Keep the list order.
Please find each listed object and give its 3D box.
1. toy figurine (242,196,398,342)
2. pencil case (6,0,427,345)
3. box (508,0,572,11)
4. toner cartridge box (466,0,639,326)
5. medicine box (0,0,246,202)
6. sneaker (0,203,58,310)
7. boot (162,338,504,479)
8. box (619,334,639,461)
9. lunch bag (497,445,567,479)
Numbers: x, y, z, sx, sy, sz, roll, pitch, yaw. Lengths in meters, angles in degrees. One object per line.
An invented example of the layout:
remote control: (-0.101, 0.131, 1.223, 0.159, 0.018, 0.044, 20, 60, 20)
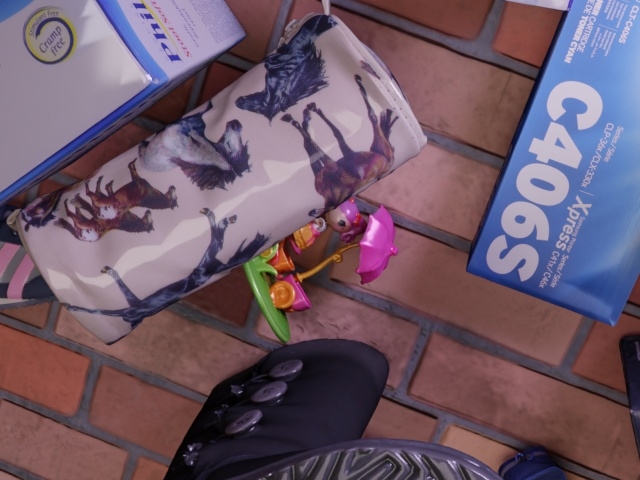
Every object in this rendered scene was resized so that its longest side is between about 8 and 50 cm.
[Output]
toy figurine: (0.000, 0.000, 1.228, 0.159, 0.130, 0.173, -24, 78, 5)
pencil case: (-0.109, -0.062, 1.132, 0.410, 0.160, 0.183, -32, 69, 5)
box: (0.209, -0.284, 1.051, 0.072, 0.137, 0.126, 14, 111, 6)
toner cartridge box: (0.280, -0.102, 1.133, 0.165, 0.075, 0.348, 19, 111, 4)
medicine box: (-0.247, -0.166, 1.107, 0.263, 0.289, 0.149, -32, 99, 20)
sneaker: (-0.347, 0.002, 1.284, 0.319, 0.112, 0.131, -11, 109, 14)
boot: (0.015, 0.206, 1.102, 0.367, 0.445, 0.146, -10, 97, 13)
box: (0.478, 0.238, 1.152, 0.294, 0.183, 0.296, -12, 106, 14)
lunch bag: (0.241, 0.280, 1.277, 0.067, 0.065, 0.098, -25, 105, -2)
